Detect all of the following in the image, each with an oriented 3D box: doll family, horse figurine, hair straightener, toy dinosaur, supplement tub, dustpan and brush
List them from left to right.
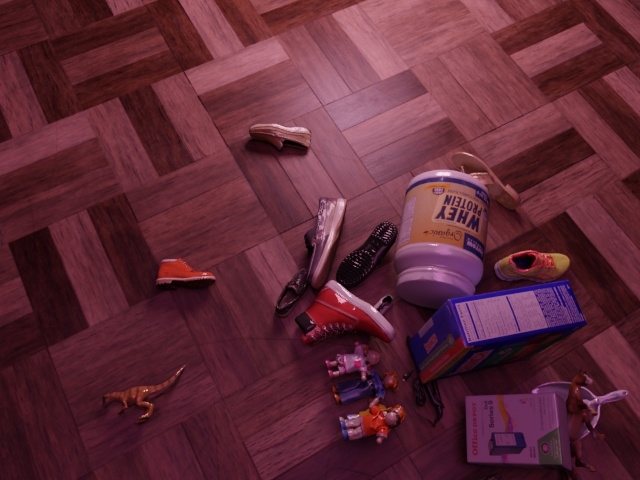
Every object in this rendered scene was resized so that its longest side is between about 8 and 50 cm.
[{"bbox_3d":[-0.425,0.376,1.345,0.211,0.064,0.112,-14,65,-9],"label":"toy dinosaur"},{"bbox_3d":[0.117,0.381,1.354,0.163,0.118,0.263,-14,48,-2],"label":"doll family"},{"bbox_3d":[0.248,0.351,1.401,0.088,0.047,0.231,-8,70,-6],"label":"hair straightener"},{"bbox_3d":[0.317,0.001,1.460,0.228,0.228,0.317,12,65,3],"label":"supplement tub"},{"bbox_3d":[0.588,0.447,1.283,0.066,0.174,0.264,8,100,1],"label":"horse figurine"},{"bbox_3d":[0.653,0.406,1.376,0.211,0.060,0.147,-13,66,-8],"label":"dustpan and brush"}]

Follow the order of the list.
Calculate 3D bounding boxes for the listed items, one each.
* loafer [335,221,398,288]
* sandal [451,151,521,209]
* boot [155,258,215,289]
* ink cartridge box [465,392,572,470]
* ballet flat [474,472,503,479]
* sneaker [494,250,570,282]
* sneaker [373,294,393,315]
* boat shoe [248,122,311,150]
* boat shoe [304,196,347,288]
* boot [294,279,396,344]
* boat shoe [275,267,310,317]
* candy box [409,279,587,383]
[{"bbox_3d":[0.134,0.049,1.514,0.220,0.078,0.080,-45,66,-2],"label":"loafer"},{"bbox_3d":[0.464,-0.161,1.619,0.240,0.088,0.079,40,64,10],"label":"sandal"},{"bbox_3d":[-0.357,0.084,1.489,0.157,0.059,0.085,0,60,-1],"label":"boot"},{"bbox_3d":[0.449,0.438,1.281,0.212,0.093,0.155,-13,59,34],"label":"ink cartridge box"},{"bbox_3d":[0.226,0.690,1.189,0.181,0.164,0.483,20,66,29],"label":"ballet flat"},{"bbox_3d":[0.587,0.065,1.515,0.208,0.094,0.082,-7,64,-7],"label":"sneaker"},{"bbox_3d":[0.152,0.183,1.470,0.040,0.044,0.109,39,71,12],"label":"sneaker"},{"bbox_3d":[-0.123,-0.307,1.677,0.189,0.068,0.072,3,77,-1],"label":"boat shoe"},{"bbox_3d":[0.000,0.000,1.522,0.092,0.103,0.285,13,61,9],"label":"boat shoe"},{"bbox_3d":[0.055,0.225,1.402,0.244,0.088,0.176,30,67,36],"label":"boot"},{"bbox_3d":[-0.068,0.134,1.479,0.056,0.049,0.152,26,66,10],"label":"boat shoe"},{"bbox_3d":[0.405,0.218,1.317,0.316,0.268,0.122,-7,63,-16],"label":"candy box"}]
